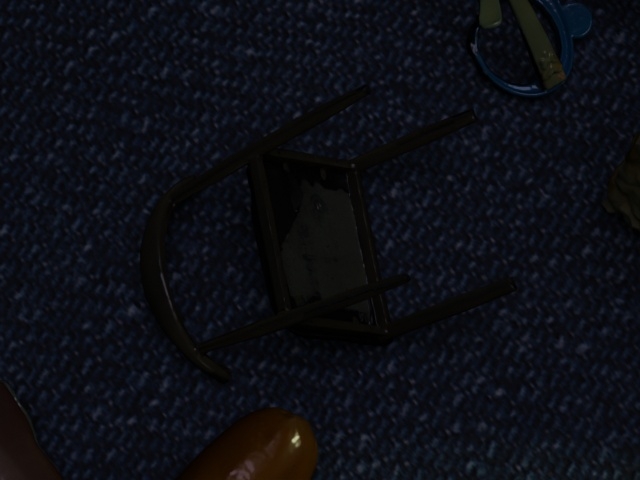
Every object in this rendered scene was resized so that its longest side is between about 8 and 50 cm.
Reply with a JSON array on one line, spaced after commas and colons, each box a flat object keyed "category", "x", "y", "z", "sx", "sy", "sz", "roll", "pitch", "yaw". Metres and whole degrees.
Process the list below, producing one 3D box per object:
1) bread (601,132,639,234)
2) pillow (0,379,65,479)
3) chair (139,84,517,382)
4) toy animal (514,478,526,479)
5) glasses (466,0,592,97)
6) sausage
[{"category": "bread", "x": 0.453, "y": -0.106, "z": 1.377, "sx": 0.279, "sy": 0.371, "sz": 0.390, "roll": 44, "pitch": 78, "yaw": 11}, {"category": "pillow", "x": -0.277, "y": 0.227, "z": 1.405, "sx": 0.171, "sy": 0.075, "sz": 0.179, "roll": -36, "pitch": 84, "yaw": -18}, {"category": "chair", "x": 0.000, "y": 0.000, "z": 1.448, "sx": 0.272, "sy": 0.166, "sz": 0.188, "roll": -22, "pitch": 72, "yaw": 36}, {"category": "toy animal", "x": 0.159, "y": 0.307, "z": 1.366, "sx": 0.166, "sy": 0.138, "sz": 0.179, "roll": -47, "pitch": 75, "yaw": 10}, {"category": "glasses", "x": 0.121, "y": -0.233, "z": 1.520, "sx": 0.102, "sy": 0.207, "sz": 0.239, "roll": -40, "pitch": 74, "yaw": 25}, {"category": "sausage", "x": -0.095, "y": 0.231, "z": 1.398, "sx": 0.098, "sy": 0.098, "sz": 0.238, "roll": 42, "pitch": 70, "yaw": 9}]
